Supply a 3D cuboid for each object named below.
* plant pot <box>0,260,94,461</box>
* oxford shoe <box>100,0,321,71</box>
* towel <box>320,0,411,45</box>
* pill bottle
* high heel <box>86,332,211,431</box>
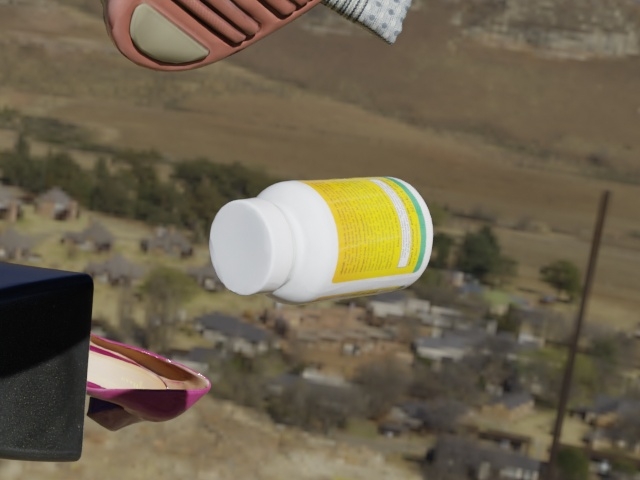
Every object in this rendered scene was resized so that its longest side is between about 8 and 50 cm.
[{"bbox_3d":[-0.350,0.119,1.320,0.187,0.188,0.167,7,5,35],"label":"plant pot"},{"bbox_3d":[0.003,-0.268,0.738,0.146,0.397,0.140,42,3,32],"label":"oxford shoe"},{"bbox_3d":[0.014,-0.426,1.567,0.312,0.324,0.056,30,-23,-13],"label":"towel"},{"bbox_3d":[0.000,0.000,1.293,0.208,0.117,0.118,-6,18,-45],"label":"pill bottle"},{"bbox_3d":[-0.328,0.153,1.927,0.181,0.127,0.377,-23,-37,24],"label":"high heel"}]
